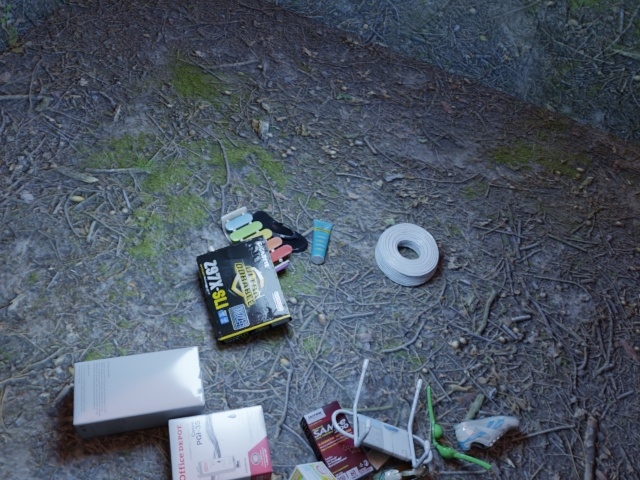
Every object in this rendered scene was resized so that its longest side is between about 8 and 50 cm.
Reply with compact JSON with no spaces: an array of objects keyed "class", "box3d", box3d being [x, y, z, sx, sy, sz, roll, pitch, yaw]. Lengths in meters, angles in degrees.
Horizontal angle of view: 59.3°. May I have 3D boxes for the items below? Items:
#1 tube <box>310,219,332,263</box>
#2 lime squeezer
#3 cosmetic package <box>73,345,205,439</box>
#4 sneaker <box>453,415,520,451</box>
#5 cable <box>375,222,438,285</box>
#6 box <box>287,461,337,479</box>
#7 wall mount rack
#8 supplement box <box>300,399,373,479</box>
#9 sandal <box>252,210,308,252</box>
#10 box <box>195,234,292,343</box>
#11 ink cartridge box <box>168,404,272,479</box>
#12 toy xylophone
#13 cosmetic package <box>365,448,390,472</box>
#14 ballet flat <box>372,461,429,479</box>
[{"class":"tube","box3d":[0.000,0.000,2.221,0.080,0.052,0.207,18,46,-11]},{"class":"lime squeezer","box3d":[0.406,0.630,1.821,0.058,0.110,0.310,10,36,-52]},{"class":"cosmetic package","box3d":[-0.543,0.459,1.704,0.365,0.155,0.197,-3,56,-15]},{"class":"sneaker","box3d":[0.557,0.637,1.862,0.228,0.087,0.092,-8,64,-9]},{"class":"cable","box3d":[0.347,0.053,2.226,0.257,0.089,0.257,-23,63,-26]},{"class":"box","box3d":[0.003,0.738,1.587,0.114,0.103,0.203,14,17,-46]},{"class":"wall mount rack","box3d":[0.217,0.548,1.776,0.349,0.131,0.304,23,25,-9]},{"class":"supplement box","box3d":[0.048,0.639,1.752,0.130,0.073,0.239,-18,59,-23]},{"class":"sandal","box3d":[-0.165,-0.036,2.202,0.254,0.054,0.097,31,55,10]},{"class":"box","box3d":[-0.269,0.168,1.959,0.257,0.079,0.322,-19,68,-4]},{"class":"ink cartridge box","box3d":[-0.300,0.624,1.660,0.282,0.117,0.207,-5,56,-16]},{"class":"toy xylophone","box3d":[-0.272,0.031,2.115,0.322,0.081,0.236,42,58,18]},{"class":"cosmetic package","box3d":[0.192,0.671,1.779,0.115,0.041,0.060,-33,66,-30]},{"class":"ballet flat","box3d":[0.252,0.721,1.738,0.188,0.070,0.070,-13,59,-19]}]
